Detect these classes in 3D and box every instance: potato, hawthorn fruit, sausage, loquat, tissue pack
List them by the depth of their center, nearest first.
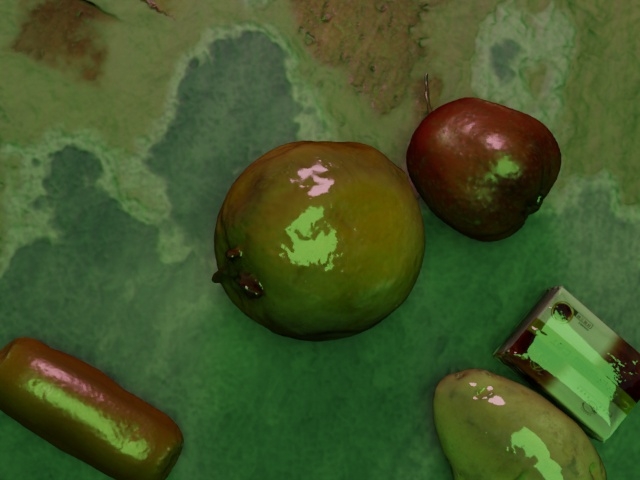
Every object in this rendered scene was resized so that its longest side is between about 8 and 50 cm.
[{"bbox_3d":[0.000,0.000,1.423,0.238,0.193,0.238,-1,93,-24],"label":"loquat"},{"bbox_3d":[0.224,0.244,1.437,0.161,0.128,0.234,-21,93,12],"label":"potato"},{"bbox_3d":[-0.266,0.191,1.453,0.238,0.098,0.098,31,86,0],"label":"sausage"},{"bbox_3d":[0.162,-0.097,1.461,0.203,0.162,0.162,37,86,17],"label":"hawthorn fruit"},{"bbox_3d":[0.287,0.138,1.464,0.149,0.099,0.106,40,86,2],"label":"tissue pack"}]
